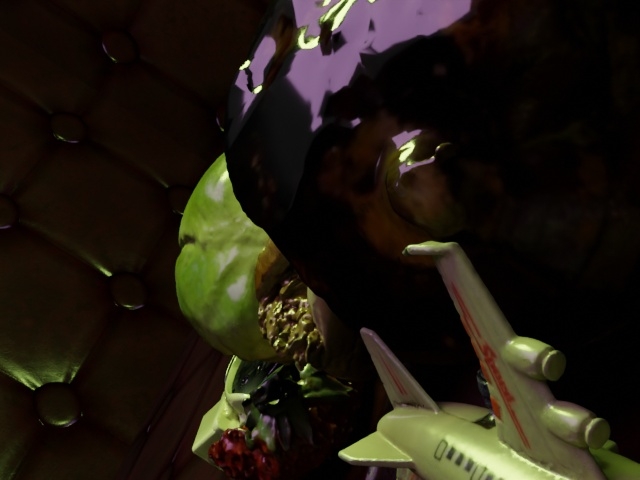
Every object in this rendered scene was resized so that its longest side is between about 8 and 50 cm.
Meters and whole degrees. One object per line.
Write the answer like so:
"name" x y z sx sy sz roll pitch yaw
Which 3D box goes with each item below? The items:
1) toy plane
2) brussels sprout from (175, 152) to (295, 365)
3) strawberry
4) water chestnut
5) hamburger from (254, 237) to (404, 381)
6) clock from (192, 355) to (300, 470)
"toy plane" 0.106 0.119 0.437 0.104 0.242 0.256 -22 18 -38
"brussels sprout" -0.031 -0.001 1.079 0.316 0.243 0.274 -27 49 10
"strawberry" -0.028 0.208 0.990 0.188 0.106 0.286 -37 -11 -19
"water chestnut" 0.125 -0.089 0.614 0.347 0.335 0.335 -6 -41 -55
"hamburger" 0.052 0.011 0.831 0.286 0.146 0.243 -29 -40 -38
"clock" -0.067 0.143 1.343 0.276 0.120 0.379 -45 15 28
